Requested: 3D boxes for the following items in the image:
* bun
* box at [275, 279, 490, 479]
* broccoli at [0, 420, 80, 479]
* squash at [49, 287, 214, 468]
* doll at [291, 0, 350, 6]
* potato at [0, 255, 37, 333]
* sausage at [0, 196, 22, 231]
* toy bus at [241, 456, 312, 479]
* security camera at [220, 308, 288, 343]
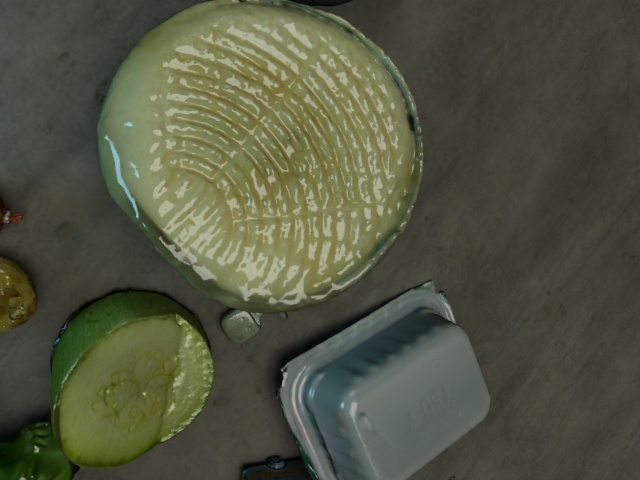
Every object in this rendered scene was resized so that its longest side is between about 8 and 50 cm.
[{"bbox_3d":[-0.070,-0.096,0.705,0.365,0.202,0.364,0,90,-15],"label":"bun"},{"bbox_3d":[0.126,0.242,0.874,0.337,0.106,0.264,-27,102,-24],"label":"box"},{"bbox_3d":[-0.438,0.296,0.646,0.297,0.298,0.297,-28,118,-57],"label":"broccoli"},{"bbox_3d":[-0.232,0.178,0.754,0.220,0.133,0.220,-6,104,-27],"label":"squash"},{"bbox_3d":[0.060,-0.464,0.582,0.383,0.252,0.378,-13,127,-4],"label":"doll"},{"bbox_3d":[-0.419,0.058,0.672,0.171,0.080,0.107,21,84,-23],"label":"potato"},{"bbox_3d":[-0.457,-0.035,0.639,0.234,0.071,0.071,3,101,-23],"label":"sausage"},{"bbox_3d":[-0.025,0.376,0.904,0.191,0.075,0.064,1,101,-21],"label":"toy bus"},{"bbox_3d":[-0.097,0.107,0.833,0.092,0.058,0.058,-25,111,-2],"label":"security camera"}]
